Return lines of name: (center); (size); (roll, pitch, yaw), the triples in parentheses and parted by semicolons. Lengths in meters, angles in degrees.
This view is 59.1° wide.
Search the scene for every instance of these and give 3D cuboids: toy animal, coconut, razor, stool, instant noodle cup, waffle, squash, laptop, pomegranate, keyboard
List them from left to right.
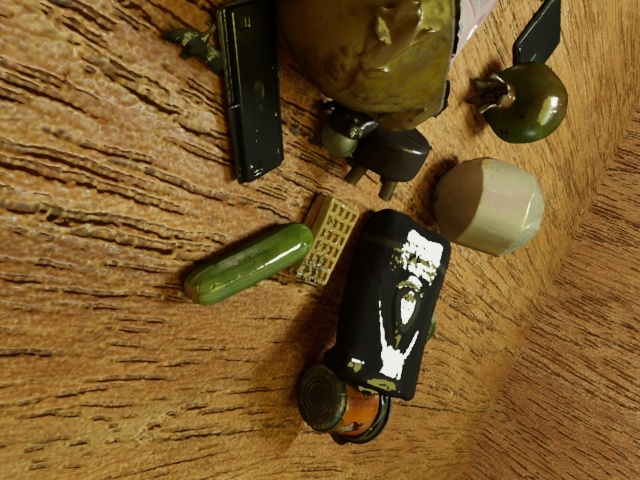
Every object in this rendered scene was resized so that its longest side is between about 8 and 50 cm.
toy animal: (-0.134, -0.222, 0.630); (0.084, 0.028, 0.050); (20, 96, -54)
keyboard: (-0.087, -0.186, 0.723); (0.093, 0.025, 0.230); (-35, 137, -39)
squash: (-0.095, 0.030, 0.822); (0.228, 0.066, 0.066); (-28, 133, -40)
waffle: (0.001, 0.000, 0.951); (0.102, 0.042, 0.148); (25, 91, -57)
instant noodle cup: (0.036, 0.305, 1.103); (0.125, 0.177, 0.208); (17, 88, -44)
stool: (0.079, -0.146, 0.892); (0.217, 0.125, 0.121); (11, 128, -34)
razor: (0.131, 0.119, 1.063); (0.204, 0.113, 0.349); (30, 69, -30)
coconut: (0.358, -0.079, 1.244); (0.241, 0.241, 0.241); (-33, 135, -39)
pomegranate: (0.427, -0.305, 1.236); (0.224, 0.181, 0.182); (0, 112, -38)
laptop: (0.533, -0.482, 1.383); (0.207, 0.026, 0.154); (-52, 146, -18)

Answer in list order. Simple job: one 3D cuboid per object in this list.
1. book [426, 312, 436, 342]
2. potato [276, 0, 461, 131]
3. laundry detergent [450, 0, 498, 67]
book: (0.218, 0.215, 1.418); (0.228, 0.018, 0.323); (-46, 143, -26)
potato: (0.051, -0.268, 0.722); (0.300, 0.196, 0.247); (71, 9, -70)
laundry detergent: (0.203, -0.356, 0.957); (0.335, 0.087, 0.159); (-56, 147, -11)
